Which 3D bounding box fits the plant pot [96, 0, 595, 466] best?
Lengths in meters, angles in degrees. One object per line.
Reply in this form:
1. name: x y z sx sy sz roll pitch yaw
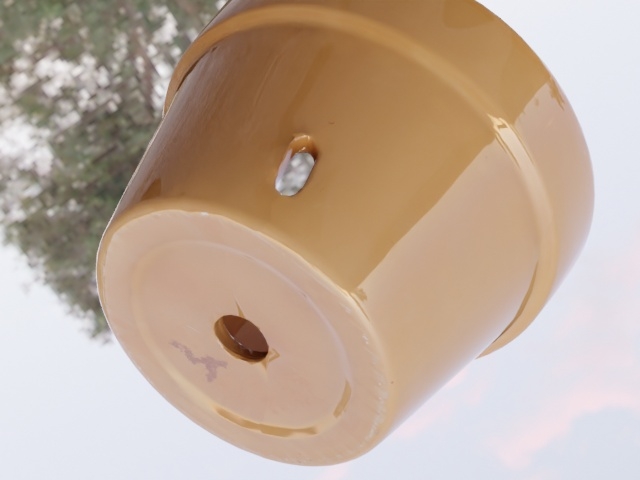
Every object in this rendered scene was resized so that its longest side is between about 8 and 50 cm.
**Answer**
1. plant pot: 0.000 0.000 0.825 0.290 0.291 0.203 -10 -150 39
